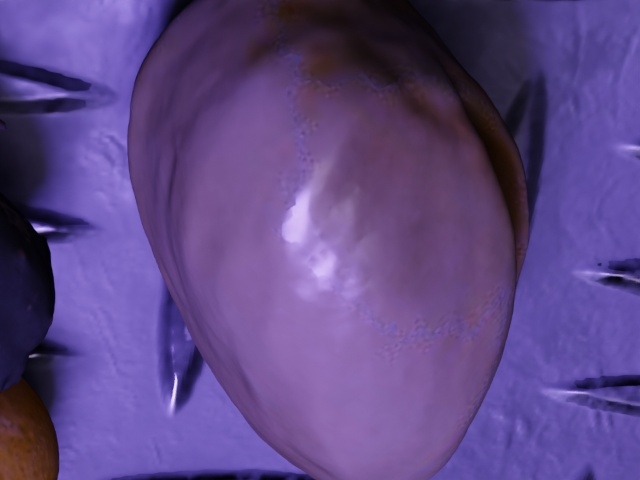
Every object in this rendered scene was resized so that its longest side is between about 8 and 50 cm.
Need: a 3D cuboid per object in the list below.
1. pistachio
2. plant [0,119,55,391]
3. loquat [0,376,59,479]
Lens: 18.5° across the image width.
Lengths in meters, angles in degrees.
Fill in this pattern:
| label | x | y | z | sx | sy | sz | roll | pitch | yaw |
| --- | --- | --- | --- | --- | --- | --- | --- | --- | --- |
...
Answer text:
| label | x | y | z | sx | sy | sz | roll | pitch | yaw |
| --- | --- | --- | --- | --- | --- | --- | --- | --- | --- |
| pistachio | 0.000 | 0.000 | 0.937 | 0.197 | 0.166 | 0.288 | 7 | 129 | 15 |
| plant | -0.230 | -0.026 | 0.897 | 0.164 | 0.142 | 0.256 | -36 | 109 | 15 |
| loquat | -0.201 | 0.120 | 1.000 | 0.141 | 0.141 | 0.141 | -4 | 123 | -6 |
